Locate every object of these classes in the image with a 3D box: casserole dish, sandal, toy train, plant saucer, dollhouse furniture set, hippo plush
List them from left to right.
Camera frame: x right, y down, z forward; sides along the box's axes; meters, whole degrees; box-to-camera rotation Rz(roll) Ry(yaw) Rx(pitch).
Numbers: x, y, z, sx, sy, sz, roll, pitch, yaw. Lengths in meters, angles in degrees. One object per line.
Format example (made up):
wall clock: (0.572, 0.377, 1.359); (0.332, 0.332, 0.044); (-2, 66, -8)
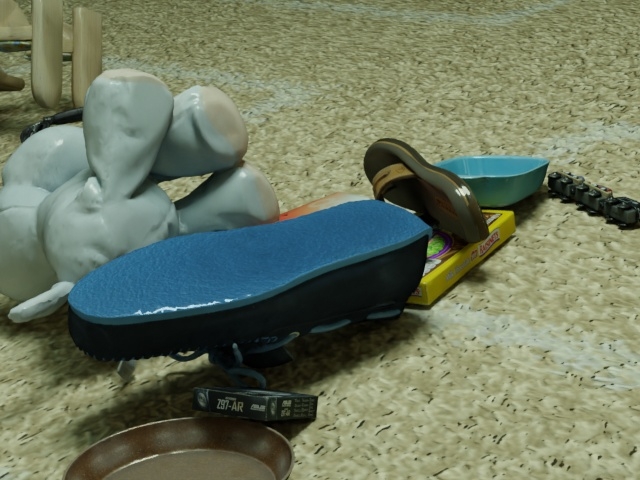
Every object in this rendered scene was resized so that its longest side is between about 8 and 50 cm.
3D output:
dollhouse furniture set: (-0.518, -0.184, 2.210); (0.362, 0.256, 0.394); (1, -1, 15)
hippo plush: (-0.193, 0.001, 1.585); (0.234, 0.294, 0.237); (32, -26, -31)
plant saucer: (-0.101, 0.174, 1.243); (0.168, 0.029, 0.168); (-4, 19, 1)
sandal: (0.089, -0.038, 1.670); (0.060, 0.090, 0.219); (-35, 31, -11)
casserole dish: (0.171, -0.062, 1.796); (0.114, 0.037, 0.188); (2, 9, 22)
toy train: (0.281, -0.045, 1.769); (0.036, 0.027, 0.158); (-10, 20, -23)

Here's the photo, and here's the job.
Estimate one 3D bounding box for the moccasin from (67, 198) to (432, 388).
moccasin: (-0.045, 0.061, 1.435); (0.342, 0.116, 0.138); (-11, 32, -29)

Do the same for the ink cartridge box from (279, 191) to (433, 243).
ink cartridge box: (0.000, 0.000, 1.635); (0.145, 0.045, 0.179); (-21, 12, -23)

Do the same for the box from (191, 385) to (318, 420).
box: (-0.050, 0.126, 1.336); (0.067, 0.018, 0.083); (5, -1, 29)

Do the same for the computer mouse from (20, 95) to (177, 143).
computer mouse: (-0.246, -0.125, 2.103); (0.262, 0.060, 0.184); (-18, 24, 0)

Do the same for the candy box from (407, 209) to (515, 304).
candy box: (0.100, 0.012, 1.655); (0.105, 0.027, 0.206); (1, 20, 30)
